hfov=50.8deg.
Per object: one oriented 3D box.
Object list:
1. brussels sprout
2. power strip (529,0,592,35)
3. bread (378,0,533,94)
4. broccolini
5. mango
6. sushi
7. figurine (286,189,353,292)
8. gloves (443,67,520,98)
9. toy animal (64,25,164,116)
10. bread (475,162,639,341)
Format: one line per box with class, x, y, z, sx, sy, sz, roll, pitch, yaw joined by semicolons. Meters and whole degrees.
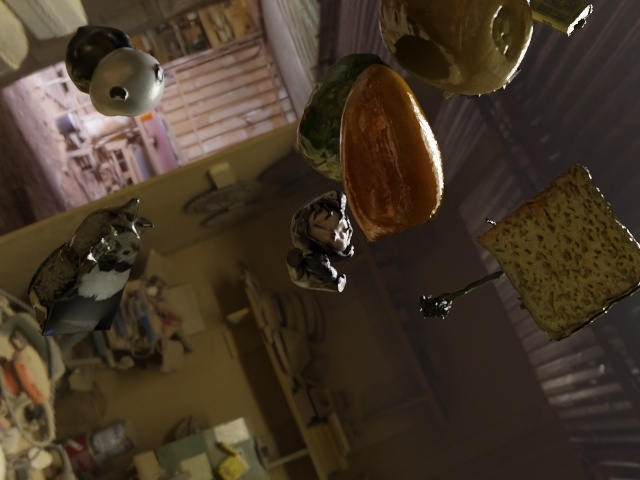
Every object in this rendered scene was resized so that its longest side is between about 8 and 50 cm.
brussels sprout;0.075;-0.305;1.800;0.371;0.276;0.314;121;-24;-48
power strip;0.534;-0.590;1.662;0.268;0.092;0.034;41;-4;32
bread;0.315;-0.547;1.677;0.376;0.253;0.347;47;-27;51
broccolini;0.367;0.130;1.737;0.071;0.254;0.057;65;-12;-6
mango;0.095;-0.126;0.941;0.126;0.154;0.252;-14;-102;47
sushi;-0.400;0.025;1.161;0.109;0.272;0.134;35;16;32
figurine;0.000;0.000;1.381;0.145;0.145;0.222;74;25;-52
gloves;0.443;-0.468;1.930;0.164;0.203;0.124;45;8;-11
toy animal;-0.620;-0.506;2.061;0.310;0.251;0.251;33;-23;29
bread;0.384;0.046;1.197;0.248;0.279;0.315;55;-19;15
